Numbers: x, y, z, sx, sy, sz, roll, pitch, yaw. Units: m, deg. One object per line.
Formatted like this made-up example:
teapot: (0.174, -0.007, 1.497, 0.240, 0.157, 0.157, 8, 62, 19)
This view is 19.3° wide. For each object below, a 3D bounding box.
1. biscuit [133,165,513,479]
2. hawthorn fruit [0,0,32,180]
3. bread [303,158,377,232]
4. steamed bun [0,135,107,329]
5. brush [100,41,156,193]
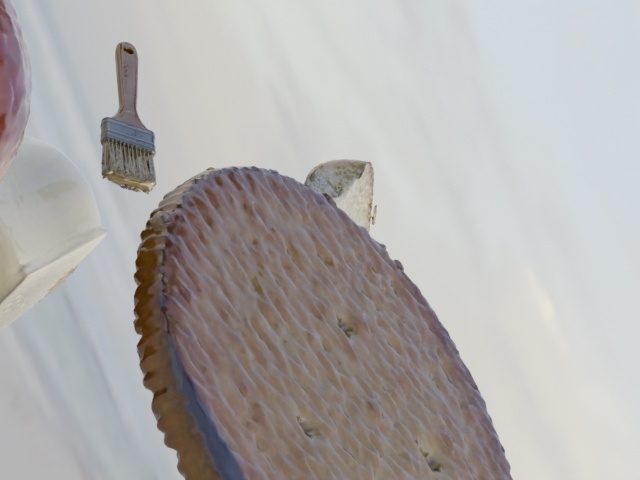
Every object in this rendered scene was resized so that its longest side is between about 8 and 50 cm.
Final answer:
biscuit: (0.008, 0.095, 0.987, 0.305, 0.038, 0.305, 40, 32, -31)
hawthorn fruit: (-0.319, -0.093, 1.014, 0.330, 0.287, 0.287, 37, -29, 53)
bread: (0.000, 0.000, 1.488, 0.126, 0.044, 0.129, -44, 150, -53)
steamed bun: (-0.337, -0.006, 1.866, 0.164, 0.146, 0.241, 55, -44, 6)
brush: (-0.146, -0.098, 1.417, 0.014, 0.043, 0.170, -57, -154, 35)
